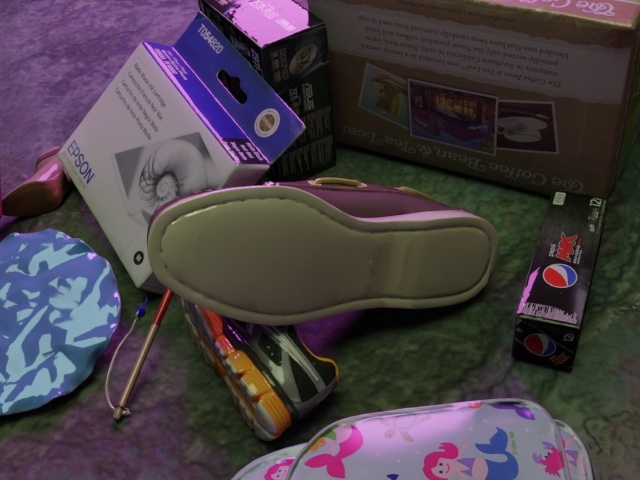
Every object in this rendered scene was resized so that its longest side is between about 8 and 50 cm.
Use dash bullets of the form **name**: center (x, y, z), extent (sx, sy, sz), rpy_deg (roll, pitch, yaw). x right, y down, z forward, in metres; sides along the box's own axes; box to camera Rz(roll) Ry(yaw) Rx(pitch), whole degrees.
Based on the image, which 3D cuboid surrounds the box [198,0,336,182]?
- **box**: center (-0.057, -0.176, 0.920), extent (0.078, 0.180, 0.147), rpy_deg (-25, 46, -20)

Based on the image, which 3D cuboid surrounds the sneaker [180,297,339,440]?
- **sneaker**: center (-0.064, 0.077, 0.737), extent (0.083, 0.084, 0.215), rpy_deg (-24, 54, -20)

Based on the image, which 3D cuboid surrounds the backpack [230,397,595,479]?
- **backpack**: center (0.050, 0.217, 0.501), extent (0.254, 0.191, 0.225), rpy_deg (-8, 44, 9)

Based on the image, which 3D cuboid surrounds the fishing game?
- **fishing game**: center (-0.275, 0.078, 0.780), extent (0.264, 0.041, 0.189), rpy_deg (12, 62, 11)

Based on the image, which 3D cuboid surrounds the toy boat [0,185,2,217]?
- **toy boat**: center (-0.439, -0.067, 0.925), extent (0.231, 0.151, 0.151), rpy_deg (7, 15, 15)

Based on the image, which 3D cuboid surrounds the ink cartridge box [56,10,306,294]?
- **ink cartridge box**: center (-0.152, -0.099, 0.843), extent (0.224, 0.045, 0.223), rpy_deg (-49, 56, 13)

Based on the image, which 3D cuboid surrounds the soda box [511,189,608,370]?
- **soda box**: center (0.216, 0.031, 0.748), extent (0.053, 0.060, 0.169), rpy_deg (12, 47, 19)

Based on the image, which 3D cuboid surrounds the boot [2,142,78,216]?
- **boot**: center (-0.315, -0.074, 0.964), extent (0.118, 0.042, 0.087), rpy_deg (-20, 38, -14)

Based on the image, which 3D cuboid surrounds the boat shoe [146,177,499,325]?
- **boat shoe**: center (0.000, 0.000, 0.722), extent (0.324, 0.116, 0.097), rpy_deg (1, 20, -28)

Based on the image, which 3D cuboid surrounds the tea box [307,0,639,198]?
- **tea box**: center (0.208, -0.247, 0.924), extent (0.329, 0.220, 0.323), rpy_deg (17, 50, 24)
